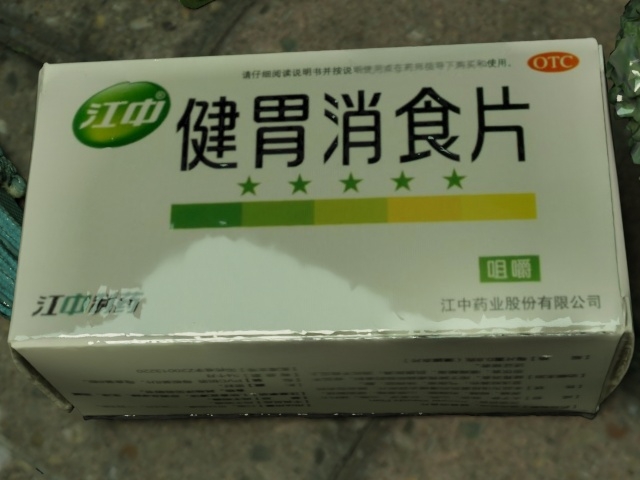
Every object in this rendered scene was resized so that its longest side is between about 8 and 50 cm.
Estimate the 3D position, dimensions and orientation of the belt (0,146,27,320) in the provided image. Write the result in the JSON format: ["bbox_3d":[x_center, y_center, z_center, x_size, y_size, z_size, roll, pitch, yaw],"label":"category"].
[{"bbox_3d":[-0.213,-0.012,0.840,0.179,0.065,0.100,35,85,22],"label":"belt"}]

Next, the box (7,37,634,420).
[{"bbox_3d":[-0.003,0.000,0.720,0.333,0.145,0.173,-2,65,6],"label":"box"}]

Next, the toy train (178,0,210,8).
[{"bbox_3d":[-0.093,-0.239,0.930,0.071,0.038,0.148,-23,62,1],"label":"toy train"}]

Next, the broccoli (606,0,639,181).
[{"bbox_3d":[0.269,-0.081,0.608,0.249,0.302,0.375,16,56,-20],"label":"broccoli"}]
